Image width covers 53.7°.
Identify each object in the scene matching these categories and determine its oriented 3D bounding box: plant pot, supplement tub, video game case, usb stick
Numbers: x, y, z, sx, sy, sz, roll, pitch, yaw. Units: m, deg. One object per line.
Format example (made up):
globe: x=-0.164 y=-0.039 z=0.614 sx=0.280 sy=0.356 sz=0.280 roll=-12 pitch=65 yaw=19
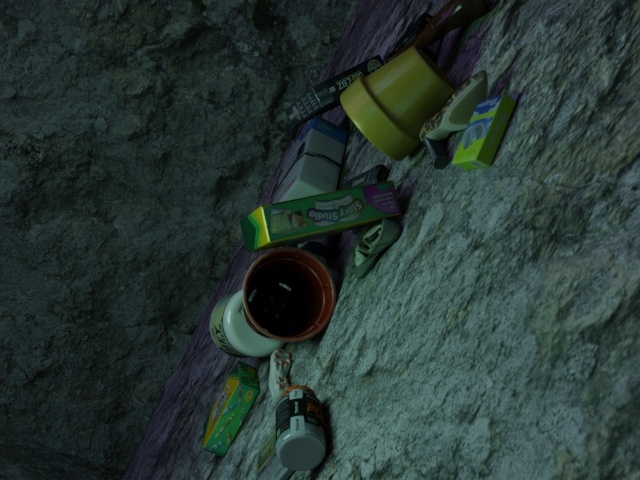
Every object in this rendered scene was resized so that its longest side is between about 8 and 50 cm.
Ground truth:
plant pot: x=0.224 y=-0.386 z=1.726 sx=0.239 sy=0.254 sz=0.254 roll=-41 pitch=24 yaw=23
supplement tub: x=-0.049 y=0.439 z=1.503 sx=0.117 sy=0.117 sz=0.190 roll=-58 pitch=17 yaw=21
plant pot: x=-0.119 y=0.182 z=1.913 sx=0.265 sy=0.272 sz=0.272 roll=136 pitch=156 yaw=-69
video game case: x=-0.119 y=0.582 z=1.678 sx=0.212 sy=0.023 sz=0.193 roll=-56 pitch=17 yaw=28
usb stick: x=0.136 y=-0.182 z=2.018 sx=0.077 sy=0.045 sz=0.278 roll=-67 pitch=16 yaw=-14
supplement tub: x=-0.251 y=0.286 z=2.182 sx=0.325 sy=0.235 sz=0.235 roll=-27 pitch=40 yaw=66

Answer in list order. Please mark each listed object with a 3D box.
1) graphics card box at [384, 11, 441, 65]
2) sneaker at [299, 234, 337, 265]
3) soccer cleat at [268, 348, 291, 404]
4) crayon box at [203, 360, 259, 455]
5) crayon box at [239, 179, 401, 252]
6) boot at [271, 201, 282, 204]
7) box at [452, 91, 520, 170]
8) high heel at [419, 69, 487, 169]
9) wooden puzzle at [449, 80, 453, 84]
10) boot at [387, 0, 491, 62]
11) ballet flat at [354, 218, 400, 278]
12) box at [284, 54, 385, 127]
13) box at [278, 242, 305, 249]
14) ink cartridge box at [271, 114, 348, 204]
graphics card box: x=0.268 y=-0.522 z=2.037 sx=0.233 sy=0.094 sz=0.371 roll=-37 pitch=32 yaw=60
sneaker: x=0.000 y=0.000 z=2.011 sx=0.153 sy=0.099 sz=0.282 roll=-63 pitch=1 yaw=0
soccer cleat: x=-0.128 y=0.406 z=1.914 sx=0.076 sy=0.068 sz=0.196 roll=-59 pitch=19 yaw=27
crayon box: x=-0.312 y=0.581 z=2.197 sx=0.278 sy=0.081 sz=0.165 roll=-62 pitch=15 yaw=8
crayon box: x=-0.012 y=-0.063 z=1.732 sx=0.313 sy=0.363 sz=0.106 roll=159 pitch=98 yaw=-72
boot: x=-0.117 y=-0.016 z=2.284 sx=0.089 sy=0.236 sz=0.269 roll=76 pitch=-159 yaw=-45
box: x=0.362 y=-0.244 z=1.386 sx=0.178 sy=0.042 sz=0.109 roll=-66 pitch=16 yaw=-6
high heel: x=0.318 y=-0.326 z=1.544 sx=0.186 sy=0.093 sz=0.261 roll=-95 pitch=24 yaw=-51
wooden puzzle: x=0.333 y=-0.411 z=1.797 sx=0.116 sy=0.014 sz=0.078 roll=-55 pitch=17 yaw=30
boot: x=0.318 y=-0.595 z=1.772 sx=0.280 sy=0.096 sz=0.264 roll=-37 pitch=16 yaw=-1
ballet flat: x=0.131 y=0.018 z=1.675 sx=0.213 sy=0.068 sz=0.072 roll=-52 pitch=19 yaw=38
box: x=0.056 y=-0.593 z=2.553 sx=0.318 sy=0.097 sz=0.395 roll=-31 pitch=8 yaw=-16
box: x=-0.095 y=-0.038 z=2.223 sx=0.190 sy=0.184 sz=0.045 roll=-54 pitch=-23 yaw=-35
ink cartridge box: x=-0.049 y=-0.254 z=2.506 sx=0.285 sy=0.166 sz=0.395 roll=-48 pitch=22 yaw=44
